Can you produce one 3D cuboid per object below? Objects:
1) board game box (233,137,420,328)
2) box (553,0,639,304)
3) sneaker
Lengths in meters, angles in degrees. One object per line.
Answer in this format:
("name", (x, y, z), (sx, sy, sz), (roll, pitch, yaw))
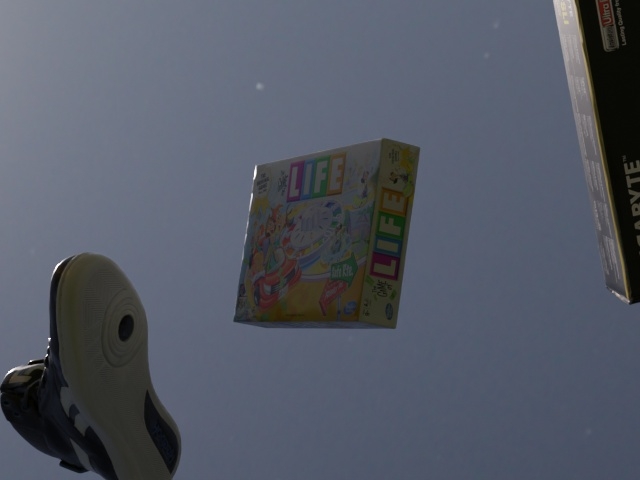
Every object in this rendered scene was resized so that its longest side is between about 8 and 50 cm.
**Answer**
("board game box", (0.000, 0.000, 0.825), (0.026, 0.154, 0.104), (13, -100, -29))
("box", (0.353, -0.130, 1.211), (0.257, 0.322, 0.079), (-13, -169, -5))
("sneaker", (-0.180, 0.091, 0.959), (0.121, 0.217, 0.079), (12, -136, 25))
